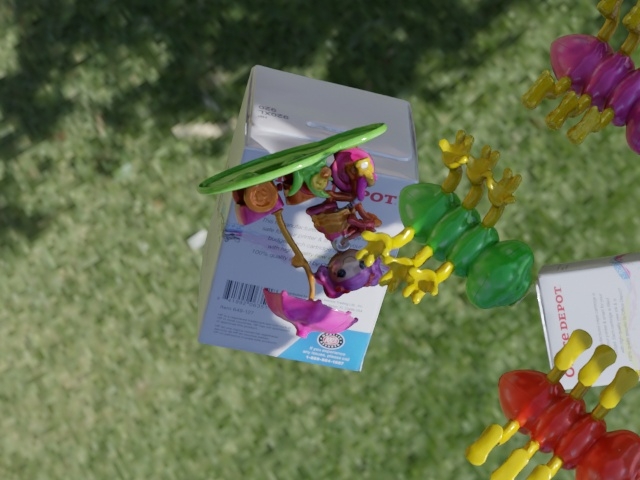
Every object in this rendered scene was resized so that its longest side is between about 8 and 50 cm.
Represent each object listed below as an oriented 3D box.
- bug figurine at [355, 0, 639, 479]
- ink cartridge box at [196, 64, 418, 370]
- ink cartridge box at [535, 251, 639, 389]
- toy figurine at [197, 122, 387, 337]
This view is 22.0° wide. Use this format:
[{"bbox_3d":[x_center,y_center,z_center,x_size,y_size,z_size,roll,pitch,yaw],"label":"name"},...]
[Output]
[{"bbox_3d":[0.160,-0.002,0.862,0.279,0.216,0.072,-46,162,2],"label":"bug figurine"},{"bbox_3d":[-0.015,-0.022,1.632,0.171,0.168,0.233,12,122,-9],"label":"ink cartridge box"},{"bbox_3d":[0.225,0.055,1.201,0.122,0.089,0.052,-8,-172,13],"label":"ink cartridge box"},{"bbox_3d":[0.000,0.000,1.421,0.173,0.130,0.159,-21,100,-14],"label":"toy figurine"}]
